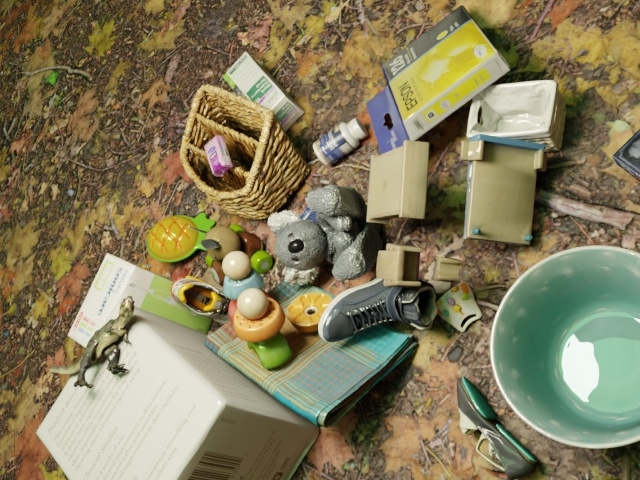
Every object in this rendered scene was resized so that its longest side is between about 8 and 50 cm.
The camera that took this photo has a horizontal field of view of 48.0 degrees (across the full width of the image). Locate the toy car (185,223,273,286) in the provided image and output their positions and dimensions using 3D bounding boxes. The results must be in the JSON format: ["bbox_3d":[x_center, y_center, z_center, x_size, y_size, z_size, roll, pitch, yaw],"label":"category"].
[{"bbox_3d":[-0.234,0.024,1.676,0.149,0.188,0.155,-53,50,4],"label":"toy car"}]

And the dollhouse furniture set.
[{"bbox_3d":[0.262,-0.047,1.380,0.198,0.303,0.287,175,100,-77],"label":"dollhouse furniture set"}]

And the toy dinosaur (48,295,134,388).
[{"bbox_3d":[-0.433,0.222,1.394,0.268,0.064,0.118,-40,45,17],"label":"toy dinosaur"}]

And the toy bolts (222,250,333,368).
[{"bbox_3d":[-0.105,0.106,1.451,0.218,0.159,0.228,-30,38,-21],"label":"toy bolts"}]

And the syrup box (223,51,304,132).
[{"bbox_3d":[-0.149,-0.377,1.855,0.093,0.096,0.237,-45,50,10],"label":"syrup box"}]

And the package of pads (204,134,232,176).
[{"bbox_3d":[-0.235,-0.194,1.652,0.050,0.032,0.083,-36,64,38],"label":"package of pads"}]

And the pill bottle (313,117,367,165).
[{"bbox_3d":[0.047,-0.231,1.667,0.120,0.067,0.067,-33,54,20],"label":"pill bottle"}]

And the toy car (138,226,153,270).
[{"bbox_3d":[-0.458,0.027,1.948,0.040,0.060,0.122,16,98,-4],"label":"toy car"}]

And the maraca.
[{"bbox_3d":[-0.357,-0.009,1.844,0.185,0.099,0.127,-12,71,3],"label":"maraca"}]

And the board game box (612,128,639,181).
[{"bbox_3d":[0.644,-0.128,1.208,0.165,0.042,0.243,-47,51,10],"label":"board game box"}]

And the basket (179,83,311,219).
[{"bbox_3d":[-0.217,-0.206,1.720,0.299,0.223,0.213,30,75,40],"label":"basket"}]

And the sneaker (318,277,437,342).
[{"bbox_3d":[0.115,0.137,1.363,0.226,0.086,0.163,-32,24,-15],"label":"sneaker"}]

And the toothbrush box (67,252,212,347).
[{"bbox_3d":[-0.400,0.180,1.665,0.122,0.283,0.206,19,82,39],"label":"toothbrush box"}]

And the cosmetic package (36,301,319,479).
[{"bbox_3d":[-0.289,0.387,1.465,0.393,0.327,0.329,32,90,40],"label":"cosmetic package"}]

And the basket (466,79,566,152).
[{"bbox_3d":[0.387,-0.234,1.401,0.167,0.103,0.113,2,71,37],"label":"basket"}]

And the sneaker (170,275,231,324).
[{"bbox_3d":[-0.226,0.149,1.611,0.092,0.225,0.088,-166,94,-74],"label":"sneaker"}]

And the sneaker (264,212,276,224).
[{"bbox_3d":[-0.128,-0.059,1.740,0.083,0.031,0.035,37,103,46],"label":"sneaker"}]

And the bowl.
[{"bbox_3d":[0.444,0.178,1.136,0.311,0.163,0.312,-14,63,30],"label":"bowl"}]

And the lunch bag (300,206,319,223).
[{"bbox_3d":[-0.022,-0.023,1.624,0.065,0.067,0.098,39,96,40],"label":"lunch bag"}]

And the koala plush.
[{"bbox_3d":[0.000,0.000,1.512,0.221,0.203,0.196,-21,90,24],"label":"koala plush"}]

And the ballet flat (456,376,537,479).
[{"bbox_3d":[0.285,0.329,1.246,0.074,0.074,0.203,-47,53,10],"label":"ballet flat"}]

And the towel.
[{"bbox_3d":[-0.029,0.206,1.455,0.271,0.040,0.370,-36,42,-29],"label":"towel"}]

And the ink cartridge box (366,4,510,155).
[{"bbox_3d":[0.220,-0.341,1.525,0.307,0.072,0.304,-34,31,17],"label":"ink cartridge box"}]

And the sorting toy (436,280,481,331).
[{"bbox_3d":[0.266,0.131,1.373,0.083,0.045,0.075,-44,70,12],"label":"sorting toy"}]
